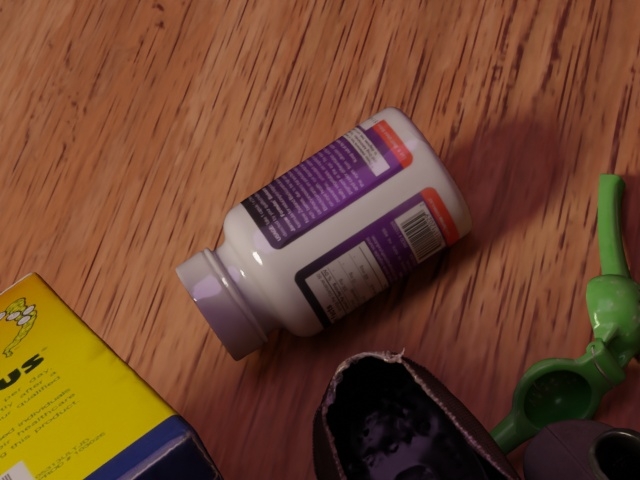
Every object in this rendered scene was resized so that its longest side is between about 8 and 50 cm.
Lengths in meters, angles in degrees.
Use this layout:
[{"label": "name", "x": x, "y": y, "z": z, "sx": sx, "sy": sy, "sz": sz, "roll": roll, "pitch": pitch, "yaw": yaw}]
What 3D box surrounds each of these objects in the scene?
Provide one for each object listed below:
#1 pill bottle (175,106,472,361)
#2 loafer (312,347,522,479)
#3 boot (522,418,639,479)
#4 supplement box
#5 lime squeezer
[{"label": "pill bottle", "x": 0.000, "y": 0.000, "z": 1.199, "sx": 0.193, "sy": 0.108, "sz": 0.108, "roll": -33, "pitch": 43, "yaw": -3}, {"label": "loafer", "x": 0.085, "y": 0.204, "z": 0.929, "sx": 0.134, "sy": 0.130, "sz": 0.366, "roll": -35, "pitch": 54, "yaw": -4}, {"label": "boot", "x": 0.179, "y": 0.146, "z": 0.930, "sx": 0.083, "sy": 0.161, "sz": 0.246, "roll": -35, "pitch": 43, "yaw": -5}, {"label": "supplement box", "x": -0.151, "y": 0.181, "z": 0.967, "sx": 0.195, "sy": 0.194, "sz": 0.356, "roll": -36, "pitch": 22, "yaw": -11}, {"label": "lime squeezer", "x": 0.146, "y": 0.071, "z": 1.093, "sx": 0.110, "sy": 0.059, "sz": 0.310, "roll": 18, "pitch": 62, "yaw": 38}]
